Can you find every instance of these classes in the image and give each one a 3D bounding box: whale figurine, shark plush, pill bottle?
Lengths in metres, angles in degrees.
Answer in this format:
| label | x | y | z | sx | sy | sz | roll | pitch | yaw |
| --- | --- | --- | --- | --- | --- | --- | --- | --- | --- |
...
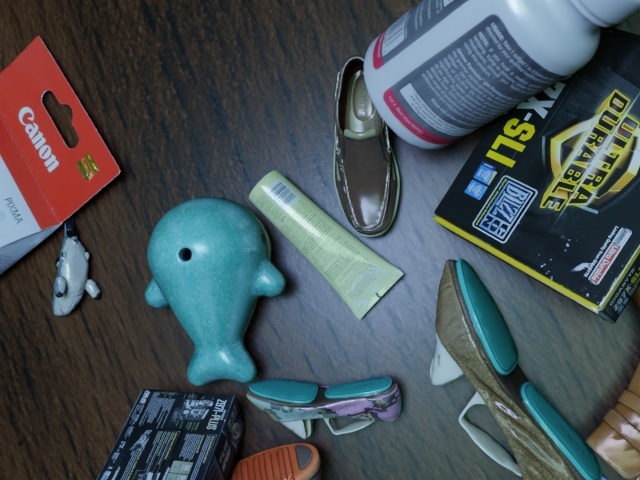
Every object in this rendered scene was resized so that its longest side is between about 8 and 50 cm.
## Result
| label | x | y | z | sx | sy | sz | roll | pitch | yaw |
| --- | --- | --- | --- | --- | --- | --- | --- | --- | --- |
| whale figurine | -0.159 | 0.072 | 0.986 | 0.217 | 0.141 | 0.271 | -5 | 85 | 13 |
| shark plush | -0.405 | 0.036 | 1.096 | 0.067 | 0.073 | 0.161 | -15 | 86 | 42 |
| pill bottle | 0.214 | -0.250 | 0.833 | 0.319 | 0.176 | 0.176 | -28 | 77 | 48 |

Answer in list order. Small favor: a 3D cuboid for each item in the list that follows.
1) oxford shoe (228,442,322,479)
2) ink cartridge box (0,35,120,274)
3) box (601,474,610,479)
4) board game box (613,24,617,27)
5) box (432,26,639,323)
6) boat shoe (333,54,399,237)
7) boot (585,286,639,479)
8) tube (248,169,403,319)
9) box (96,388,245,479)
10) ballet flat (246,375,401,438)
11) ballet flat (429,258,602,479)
| label | x | y | z | sx | sy | sz | roll | pitch | yaw |
| --- | --- | --- | --- | --- | --- | --- | --- | --- | --- |
| oxford shoe | -0.128 | 0.423 | 0.979 | 0.364 | 0.130 | 0.132 | -37 | 106 | 5 |
| ink cartridge box | -0.549 | -0.115 | 1.112 | 0.385 | 0.091 | 0.308 | -37 | 74 | 10 |
| box | 0.405 | 0.419 | 0.872 | 0.225 | 0.036 | 0.136 | 38 | 90 | 15 |
| board game box | 0.451 | -0.440 | 0.944 | 0.281 | 0.027 | 0.145 | -45 | 76 | 6 |
| box | 0.330 | -0.099 | 0.868 | 0.257 | 0.079 | 0.322 | 35 | 95 | 41 |
| boat shoe | 0.055 | -0.134 | 0.976 | 0.095 | 0.095 | 0.257 | -7 | 84 | 13 |
| boot | 0.416 | 0.180 | 0.871 | 0.220 | 0.109 | 0.283 | -42 | 85 | 11 |
| tube | 0.000 | 0.000 | 1.002 | 0.240 | 0.070 | 0.062 | 43 | 52 | 9 |
| box | -0.203 | 0.300 | 0.957 | 0.148 | 0.180 | 0.077 | 0 | 128 | 13 |
| ballet flat | 0.004 | 0.236 | 0.975 | 0.222 | 0.077 | 0.079 | -5 | 103 | 13 |
| ballet flat | 0.223 | 0.193 | 0.915 | 0.124 | 0.116 | 0.342 | -36 | 81 | 28 |
